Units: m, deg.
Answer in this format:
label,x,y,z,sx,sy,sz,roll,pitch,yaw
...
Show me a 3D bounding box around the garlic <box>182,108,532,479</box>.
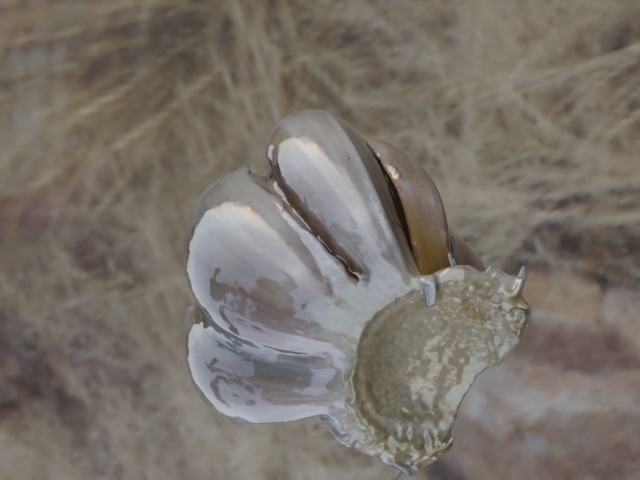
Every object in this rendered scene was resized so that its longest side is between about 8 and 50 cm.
label,x,y,z,sx,sy,sz,roll,pitch,yaw
garlic,0.000,0.000,0.793,0.194,0.127,0.131,-108,36,-58
